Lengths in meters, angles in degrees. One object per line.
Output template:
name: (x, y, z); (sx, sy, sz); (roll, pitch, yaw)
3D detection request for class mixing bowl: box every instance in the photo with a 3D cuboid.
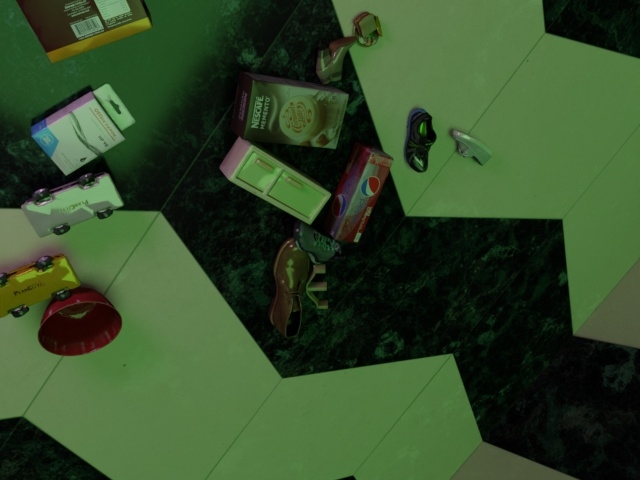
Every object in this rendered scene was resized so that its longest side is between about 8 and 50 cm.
mixing bowl: (-0.574, 0.177, 1.237); (0.181, 0.098, 0.181); (-20, 138, -19)

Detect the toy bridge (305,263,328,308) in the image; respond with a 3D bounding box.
toy bridge: (-0.012, 0.138, 1.564); (0.063, 0.026, 0.188); (-1, 135, 4)

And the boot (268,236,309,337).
boot: (-0.075, 0.139, 1.493); (0.112, 0.115, 0.305); (-2, 117, -24)

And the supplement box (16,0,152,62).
supplement box: (-0.429, -0.451, 0.918); (0.191, 0.129, 0.194); (-22, 127, -5)

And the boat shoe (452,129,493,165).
boat shoe: (0.449, -0.276, 1.572); (0.184, 0.066, 0.063); (17, 108, -45)

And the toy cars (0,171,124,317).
toy cars: (-0.587, 0.002, 1.148); (0.176, 0.087, 0.394); (27, 99, -31)

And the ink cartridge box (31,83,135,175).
ink cartridge box: (-0.483, -0.231, 1.079); (0.180, 0.060, 0.104); (-34, 128, -7)

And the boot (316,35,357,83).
boot: (0.040, -0.433, 1.265); (0.118, 0.042, 0.087); (-25, 133, -13)

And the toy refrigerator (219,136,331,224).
toy refrigerator: (-0.107, -0.147, 1.315); (0.269, 0.094, 0.102); (29, 102, -37)

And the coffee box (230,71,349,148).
coffee box: (-0.073, -0.304, 1.237); (0.246, 0.098, 0.141); (-1, 118, -29)

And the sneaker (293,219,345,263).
sneaker: (0.000, 0.000, 1.421); (0.098, 0.083, 0.224); (-3, 160, 17)

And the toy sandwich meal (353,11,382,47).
toy sandwich meal: (0.116, -0.509, 1.264); (0.085, 0.029, 0.086); (-14, 123, -22)

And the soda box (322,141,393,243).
soda box: (0.100, -0.130, 1.441); (0.083, 0.092, 0.263); (10, 113, -32)

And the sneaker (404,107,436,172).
sneaker: (0.282, -0.273, 1.466); (0.067, 0.078, 0.188); (-17, 125, -19)
